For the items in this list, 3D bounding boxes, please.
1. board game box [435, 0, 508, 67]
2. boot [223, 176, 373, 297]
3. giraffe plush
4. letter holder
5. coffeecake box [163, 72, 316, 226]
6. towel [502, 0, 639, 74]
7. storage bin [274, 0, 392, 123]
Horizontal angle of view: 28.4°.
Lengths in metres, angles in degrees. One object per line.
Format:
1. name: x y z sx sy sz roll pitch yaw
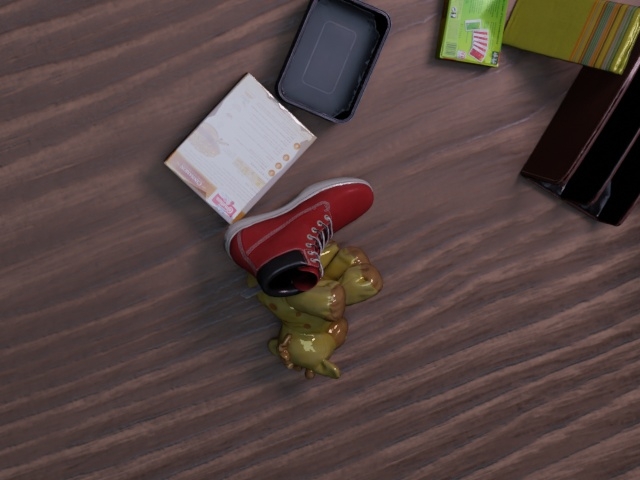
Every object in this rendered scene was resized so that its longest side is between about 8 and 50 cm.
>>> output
1. board game box: 0.236 -0.360 1.927 0.092 0.043 0.181 8 96 -7
2. boot: 0.000 0.000 1.860 0.244 0.176 0.088 -26 126 -18
3. giraffe plush: -0.012 0.118 1.911 0.210 0.181 0.170 -17 120 -14
4. letter holder: 0.462 -0.184 1.885 0.152 0.214 0.302 30 92 -9
5. coffeecake box: -0.122 -0.137 1.903 0.142 0.068 0.185 43 91 -10
6. towel: 0.369 -0.313 1.866 0.021 0.237 0.102 24 92 -41
7. storage bin: 0.017 -0.275 1.894 0.122 0.084 0.180 23 93 -8
